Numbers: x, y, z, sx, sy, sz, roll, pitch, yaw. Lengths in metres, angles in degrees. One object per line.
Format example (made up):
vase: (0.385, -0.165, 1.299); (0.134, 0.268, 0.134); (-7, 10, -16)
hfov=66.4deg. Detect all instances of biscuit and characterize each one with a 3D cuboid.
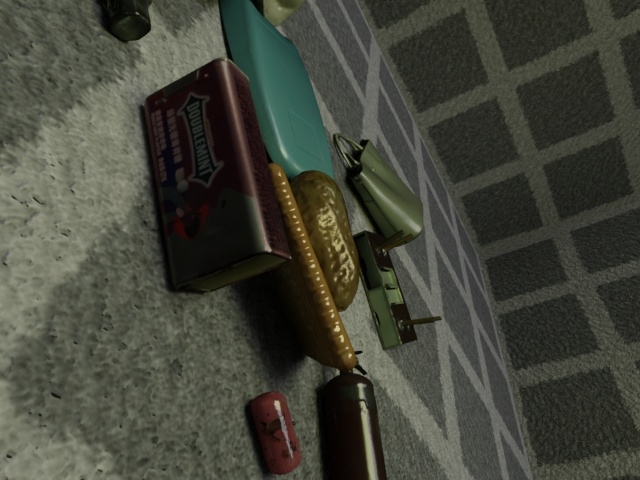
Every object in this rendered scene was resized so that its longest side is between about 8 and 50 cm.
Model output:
biscuit: (-0.031, 0.036, 0.602); (0.250, 0.030, 0.160); (69, -20, -1)

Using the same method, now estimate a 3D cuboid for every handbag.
handbag: (0.147, -0.152, 1.231); (0.316, 0.109, 0.241); (55, 24, -21)

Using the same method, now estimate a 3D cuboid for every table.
table: (0.162, 0.091, 1.017); (0.121, 0.111, 0.240); (10, 60, -64)

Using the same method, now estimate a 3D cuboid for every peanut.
peanut: (0.000, 0.000, 0.752); (0.108, 0.095, 0.226); (-4, 77, -51)

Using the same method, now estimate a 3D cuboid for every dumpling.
dumpling: (-0.095, -0.551, 0.997); (0.162, 0.132, 0.250); (54, 35, -47)

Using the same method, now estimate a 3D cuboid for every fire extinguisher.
fire extinguisher: (0.049, 0.265, 0.640); (0.089, 0.072, 0.268); (33, 40, -42)

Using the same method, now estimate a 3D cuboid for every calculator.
calculator: (-0.066, -0.255, 0.890); (0.256, 0.054, 0.387); (15, 57, -64)

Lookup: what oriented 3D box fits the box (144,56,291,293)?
box: (-0.112, -0.067, 0.515); (0.069, 0.120, 0.224); (27, 44, -64)

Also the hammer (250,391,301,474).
hammer: (-0.046, 0.202, 0.519); (0.043, 0.043, 0.084); (3, 66, -66)

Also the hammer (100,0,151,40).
hammer: (-0.297, -0.315, 0.420); (0.365, 0.043, 0.111); (22, 50, -60)
